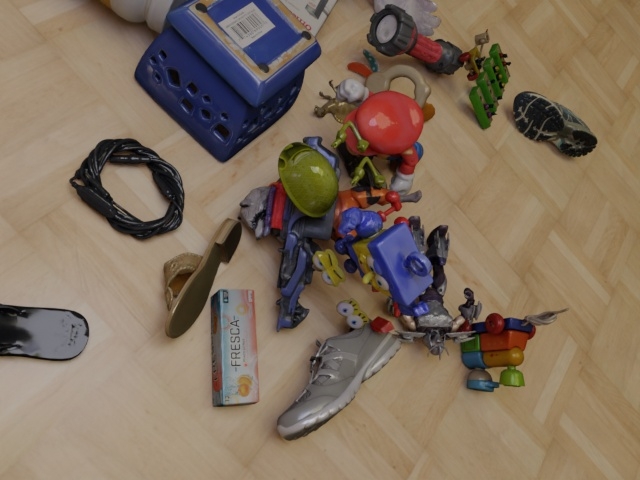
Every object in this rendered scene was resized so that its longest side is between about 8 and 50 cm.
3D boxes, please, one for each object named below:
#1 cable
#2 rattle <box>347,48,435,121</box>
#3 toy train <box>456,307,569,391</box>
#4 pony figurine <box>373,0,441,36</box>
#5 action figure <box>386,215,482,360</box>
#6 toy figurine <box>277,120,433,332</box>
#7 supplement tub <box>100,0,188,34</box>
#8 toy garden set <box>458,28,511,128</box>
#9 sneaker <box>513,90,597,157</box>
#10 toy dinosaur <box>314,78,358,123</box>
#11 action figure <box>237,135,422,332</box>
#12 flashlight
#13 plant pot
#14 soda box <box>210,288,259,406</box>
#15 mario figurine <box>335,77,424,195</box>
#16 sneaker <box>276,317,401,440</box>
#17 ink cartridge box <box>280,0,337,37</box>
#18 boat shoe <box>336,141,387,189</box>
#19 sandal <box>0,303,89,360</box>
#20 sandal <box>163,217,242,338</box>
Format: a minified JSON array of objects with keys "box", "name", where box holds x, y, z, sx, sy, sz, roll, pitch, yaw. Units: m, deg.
[{"box":[-0.306,-0.086,0.857,0.184,0.047,0.151,37,53,-9],"name":"cable"},{"box":[0.174,-0.365,1.212,0.199,0.130,0.142,35,39,20],"name":"rattle"},{"box":[0.370,0.216,0.986,0.105,0.248,0.143,12,70,-24],"name":"toy train"},{"box":[0.163,-0.703,1.244,0.351,0.303,0.363,22,60,17],"name":"pony figurine"},{"box":[0.219,0.099,1.029,0.185,0.099,0.285,6,61,-12],"name":"action figure"},{"box":[0.103,-0.009,0.790,0.191,0.217,0.363,-32,108,-19],"name":"toy figurine"},{"box":[-0.351,-0.534,0.889,0.316,0.228,0.228,35,58,-12],"name":"supplement tub"},{"box":[0.447,-0.451,1.351,0.204,0.049,0.244,53,52,-33],"name":"toy garden set"},{"box":[0.648,-0.341,1.455,0.283,0.110,0.122,27,43,-20],"name":"sneaker"},{"box":[0.060,-0.306,1.144,0.183,0.053,0.093,-5,89,-23],"name":"toy dinosaur"},{"box":[0.000,0.000,0.954,0.330,0.178,0.341,17,91,-15],"name":"action figure"},{"box":[0.239,-0.460,1.213,0.304,0.103,0.103,0,72,-46],"name":"flashlight"},{"box":[-0.155,-0.323,0.926,0.236,0.212,0.236,45,56,-7],"name":"plant pot"},{"box":[-0.141,0.173,0.833,0.063,0.058,0.183,5,68,-27],"name":"soda box"},{"box":[0.111,-0.200,1.018,0.198,0.320,0.170,27,99,14],"name":"mario figurine"},{"box":[0.015,0.229,0.889,0.115,0.105,0.281,46,48,12],"name":"sneaker"},{"box":[-0.055,-0.525,1.118,0.158,0.092,0.218,32,67,-14],"name":"ink cartridge box"},{"box":[0.081,-0.153,1.082,0.152,0.056,0.049,49,51,-4],"name":"boat shoe"},{"box":[-0.448,0.119,0.687,0.254,0.054,0.097,1,71,-28],"name":"sandal"},{"box":[-0.217,0.051,0.845,0.079,0.088,0.240,16,51,13],"name":"sandal"}]
